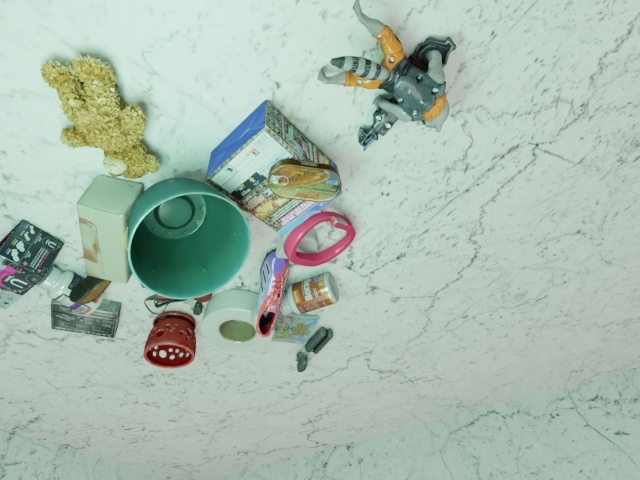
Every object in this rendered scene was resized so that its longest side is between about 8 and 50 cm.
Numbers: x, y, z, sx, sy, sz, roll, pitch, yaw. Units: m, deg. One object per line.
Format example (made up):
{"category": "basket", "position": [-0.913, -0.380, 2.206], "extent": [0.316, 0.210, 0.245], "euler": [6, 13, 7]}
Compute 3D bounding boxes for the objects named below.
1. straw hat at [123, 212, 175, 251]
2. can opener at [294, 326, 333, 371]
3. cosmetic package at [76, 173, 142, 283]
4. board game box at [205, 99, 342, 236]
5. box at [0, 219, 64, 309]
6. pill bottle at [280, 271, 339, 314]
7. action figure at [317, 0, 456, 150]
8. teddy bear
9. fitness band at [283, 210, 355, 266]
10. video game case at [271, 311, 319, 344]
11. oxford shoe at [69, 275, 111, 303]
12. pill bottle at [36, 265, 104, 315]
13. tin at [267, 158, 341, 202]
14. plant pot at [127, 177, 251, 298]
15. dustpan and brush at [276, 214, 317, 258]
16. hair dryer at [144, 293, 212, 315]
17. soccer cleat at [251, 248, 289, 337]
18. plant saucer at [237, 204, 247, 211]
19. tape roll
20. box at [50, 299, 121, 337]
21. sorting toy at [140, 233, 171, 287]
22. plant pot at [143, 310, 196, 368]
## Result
{"category": "straw hat", "position": [-0.502, -0.022, 1.183], "extent": [0.144, 0.061, 0.144], "euler": [-14, 118, -27]}
{"category": "can opener", "position": [-0.031, 0.507, 1.856], "extent": [0.076, 0.095, 0.283], "euler": [17, 131, -22]}
{"category": "cosmetic package", "position": [-0.620, -0.028, 1.219], "extent": [0.129, 0.153, 0.296], "euler": [15, 130, -9]}
{"category": "board game box", "position": [-0.123, -0.187, 1.124], "extent": [0.232, 0.141, 0.291], "euler": [-34, 129, 25]}
{"category": "box", "position": [-0.967, 0.082, 1.288], "extent": [0.247, 0.163, 0.142], "euler": [-32, 128, 24]}
{"category": "pill bottle", "position": [-0.049, 0.208, 1.539], "extent": [0.216, 0.121, 0.121], "euler": [-20, 133, 13]}
{"category": "action figure", "position": [0.157, -0.346, 0.979], "extent": [0.330, 0.178, 0.341], "euler": [23, 127, -14]}
{"category": "teddy bear", "position": [-0.539, -0.285, 1.007], "extent": [0.245, 0.113, 0.338], "euler": [4, 134, -6]}
{"category": "fitness band", "position": [0.000, 0.000, 1.311], "extent": [0.209, 0.054, 0.291], "euler": [-42, 154, 15]}
{"category": "video game case", "position": [-0.128, 0.383, 1.773], "extent": [0.193, 0.023, 0.212], "euler": [10, 133, -16]}
{"category": "oxford shoe", "position": [-0.752, 0.136, 1.401], "extent": [0.212, 0.076, 0.076], "euler": [-42, 155, -6]}
{"category": "pill bottle", "position": [-0.876, 0.174, 1.428], "extent": [0.108, 0.108, 0.193], "euler": [-26, 131, 19]}
{"category": "tin", "position": [-0.040, -0.152, 1.043], "extent": [0.190, 0.040, 0.106], "euler": [6, 129, -12]}
{"category": "plant pot", "position": [-0.362, -0.031, 1.073], "extent": [0.293, 0.235, 0.293], "euler": [-15, 124, -25]}
{"category": "dustpan and brush", "position": [-0.055, -0.020, 1.367], "extent": [0.147, 0.060, 0.211], "euler": [4, 142, -27]}
{"category": "hair dryer", "position": [-0.511, 0.198, 1.490], "extent": [0.224, 0.080, 0.293], "euler": [6, 133, -29]}
{"category": "soccer cleat", "position": [-0.171, 0.189, 1.445], "extent": [0.109, 0.116, 0.318], "euler": [10, 106, -22]}
{"category": "plant saucer", "position": [-0.219, -0.123, 1.266], "extent": [0.083, 0.015, 0.083], "euler": [-3, 136, -3]}
{"category": "tape roll", "position": [-0.324, 0.326, 1.627], "extent": [0.286, 0.100, 0.286], "euler": [0, 130, -1]}
{"category": "box", "position": [-0.909, 0.292, 1.578], "extent": [0.231, 0.056, 0.183], "euler": [14, 131, -19]}
{"category": "sorting toy", "position": [-0.504, 0.038, 1.362], "extent": [0.126, 0.127, 0.365], "euler": [-7, 148, -43]}
{"category": "plant pot", "position": [-0.588, 0.390, 1.625], "extent": [0.191, 0.174, 0.191], "euler": [-2, 135, -2]}
